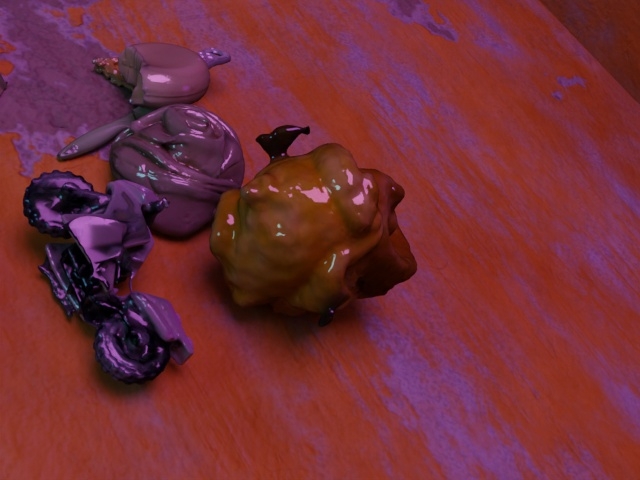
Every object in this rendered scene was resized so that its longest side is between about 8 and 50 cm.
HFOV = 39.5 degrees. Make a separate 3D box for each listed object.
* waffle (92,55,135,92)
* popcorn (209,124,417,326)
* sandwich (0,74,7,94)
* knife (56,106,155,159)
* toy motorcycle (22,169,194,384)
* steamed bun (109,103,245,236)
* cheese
[{"bbox_3d":[-0.299,-0.248,1.542,0.125,0.032,0.191,-15,61,-40],"label":"waffle"},{"bbox_3d":[0.000,0.000,1.292,0.315,0.297,0.281,11,55,-23],"label":"popcorn"},{"bbox_3d":[-0.593,-0.271,1.395,0.163,0.113,0.079,53,30,-31],"label":"sandwich"},{"bbox_3d":[-0.314,-0.193,1.470,0.043,0.020,0.293,40,48,12],"label":"knife"},{"bbox_3d":[-0.266,0.034,1.212,0.188,0.143,0.327,-16,68,-41],"label":"toy motorcycle"},{"bbox_3d":[-0.211,-0.130,1.397,0.211,0.144,0.218,47,44,15],"label":"steamed bun"},{"bbox_3d":[-0.229,-0.286,1.522,0.249,0.071,0.163,-15,41,-39],"label":"cheese"}]
